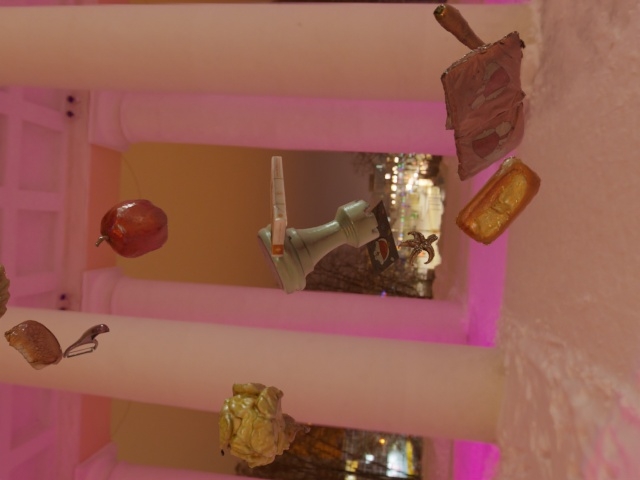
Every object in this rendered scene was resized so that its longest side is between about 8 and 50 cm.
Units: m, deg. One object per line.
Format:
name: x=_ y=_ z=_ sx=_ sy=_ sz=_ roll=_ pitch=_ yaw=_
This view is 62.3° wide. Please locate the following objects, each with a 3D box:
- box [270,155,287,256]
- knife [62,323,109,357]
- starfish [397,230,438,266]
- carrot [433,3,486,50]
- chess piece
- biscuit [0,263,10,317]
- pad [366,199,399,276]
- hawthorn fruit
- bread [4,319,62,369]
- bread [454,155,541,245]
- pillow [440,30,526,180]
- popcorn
box: x=-0.101 y=-0.081 z=1.237 sx=0.122 sy=0.032 sz=0.220 roll=100 pitch=167 yaw=-45
knife: x=-0.745 y=0.314 z=1.697 sx=0.123 sy=0.278 sz=0.053 roll=-15 pitch=-105 yaw=-44
starfish: x=0.186 y=0.008 z=0.990 sx=0.091 sy=0.078 sz=0.028 roll=-116 pitch=12 yaw=-49
carrot: x=0.356 y=-0.470 z=1.240 sx=0.049 sy=0.255 sz=0.049 roll=-37 pitch=39 yaw=37
chess piece: x=0.000 y=0.000 z=1.412 sx=0.194 sy=0.299 sz=0.194 roll=60 pitch=167 yaw=23
biscuit: x=-0.809 y=0.141 z=1.181 sx=0.187 sy=0.036 sz=0.273 roll=44 pitch=-127 yaw=-19
pad: x=0.217 y=-0.006 z=1.988 sx=0.170 sy=0.006 sz=0.245 roll=-47 pitch=49 yaw=50
hawthorn fruit: x=-0.644 y=-0.035 z=1.789 sx=0.253 sy=0.205 sz=0.205 roll=-28 pitch=-55 yaw=-51
bread: x=-0.659 y=0.239 z=1.234 sx=0.129 sy=0.044 sz=0.126 roll=53 pitch=-176 yaw=-3
bread: x=0.572 y=-0.120 z=1.707 sx=0.288 sy=0.152 sz=0.119 roll=-49 pitch=-14 yaw=6
pillow: x=0.258 y=-0.204 z=0.834 sx=0.049 sy=0.135 sz=0.248 roll=61 pitch=-177 yaw=36
popcorn: x=-0.126 y=0.400 z=1.127 sx=0.168 sy=0.174 sz=0.195 roll=59 pitch=173 yaw=47
